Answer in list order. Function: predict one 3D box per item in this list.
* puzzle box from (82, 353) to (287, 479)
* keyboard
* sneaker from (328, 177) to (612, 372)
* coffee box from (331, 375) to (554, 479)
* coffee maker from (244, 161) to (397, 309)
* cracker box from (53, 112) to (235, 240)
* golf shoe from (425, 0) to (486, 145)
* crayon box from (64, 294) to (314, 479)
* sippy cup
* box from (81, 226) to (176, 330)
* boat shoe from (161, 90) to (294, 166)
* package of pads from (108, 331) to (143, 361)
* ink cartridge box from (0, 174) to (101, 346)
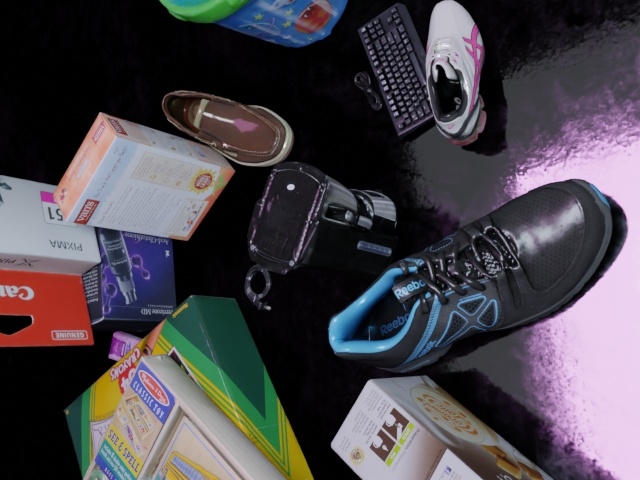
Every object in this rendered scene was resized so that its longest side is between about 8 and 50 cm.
[{"bbox_3d":[-0.154,0.376,0.834,0.409,0.052,0.272,36,106,31],"label":"puzzle box"},{"bbox_3d":[0.095,-0.225,0.876,0.108,0.023,0.180,-30,65,31],"label":"keyboard"},{"bbox_3d":[0.158,0.051,0.712,0.341,0.139,0.125,-40,60,25],"label":"sneaker"},{"bbox_3d":[0.151,0.258,0.686,0.246,0.141,0.098,37,105,36],"label":"coffee box"},{"bbox_3d":[0.000,0.000,0.816,0.171,0.178,0.120,-53,54,16],"label":"coffee maker"},{"bbox_3d":[-0.268,-0.090,1.000,0.156,0.232,0.067,-52,57,19],"label":"cracker box"},{"bbox_3d":[0.162,-0.214,0.780,0.067,0.086,0.186,-11,76,25],"label":"golf shoe"},{"bbox_3d":[-0.219,0.313,0.982,0.363,0.106,0.313,-40,61,26],"label":"crayon box"},{"bbox_3d":[-0.079,-0.386,0.906,0.305,0.224,0.240,46,110,32],"label":"sippy cup"},{"bbox_3d":[-0.337,0.046,1.085,0.108,0.153,0.207,-17,74,34],"label":"box"},{"bbox_3d":[-0.158,-0.181,1.017,0.257,0.095,0.095,22,96,37],"label":"boat shoe"},{"bbox_3d":[-0.335,0.193,1.137,0.083,0.032,0.050,9,86,38],"label":"package of pads"},{"bbox_3d":[-0.435,0.025,0.893,0.060,0.275,0.239,-31,67,29],"label":"ink cartridge box"}]
